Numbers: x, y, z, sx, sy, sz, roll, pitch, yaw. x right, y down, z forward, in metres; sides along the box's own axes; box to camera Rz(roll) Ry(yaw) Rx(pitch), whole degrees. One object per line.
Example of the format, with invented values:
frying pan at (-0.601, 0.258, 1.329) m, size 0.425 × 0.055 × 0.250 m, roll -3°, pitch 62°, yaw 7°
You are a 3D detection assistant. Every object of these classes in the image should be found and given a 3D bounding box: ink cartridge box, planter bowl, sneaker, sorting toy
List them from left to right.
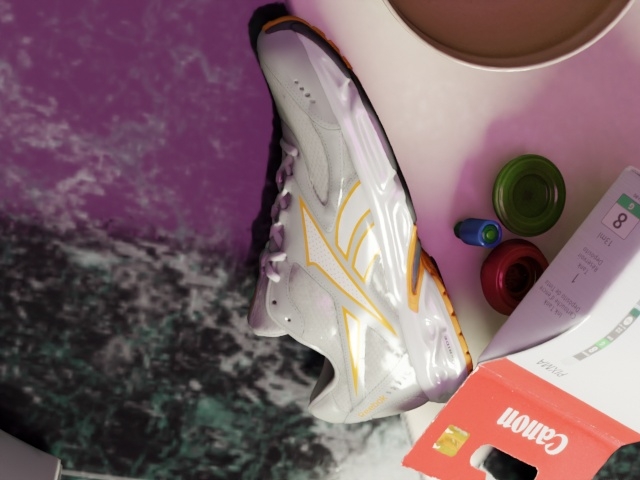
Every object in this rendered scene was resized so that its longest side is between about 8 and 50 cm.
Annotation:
sneaker at (0.000, 0.000, 0.807) m, size 0.121 × 0.099 × 0.262 m, roll -21°, pitch 106°, yaw 4°
planter bowl at (0.095, -0.183, 0.758) m, size 0.162 × 0.109 × 0.162 m, roll -2°, pitch 106°, yaw -6°
sorting toy at (0.115, -0.004, 0.851) m, size 0.061 × 0.042 × 0.102 m, roll 5°, pitch 93°, yaw -24°
ink cartridge box at (0.179, 0.086, 0.834) m, size 0.181 × 0.056 × 0.224 m, roll 30°, pitch 99°, yaw -42°

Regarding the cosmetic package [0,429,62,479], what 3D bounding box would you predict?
cosmetic package at (-0.355, 0.139, 0.770) m, size 0.365 × 0.155 × 0.197 m, roll 32°, pitch 98°, yaw -13°
